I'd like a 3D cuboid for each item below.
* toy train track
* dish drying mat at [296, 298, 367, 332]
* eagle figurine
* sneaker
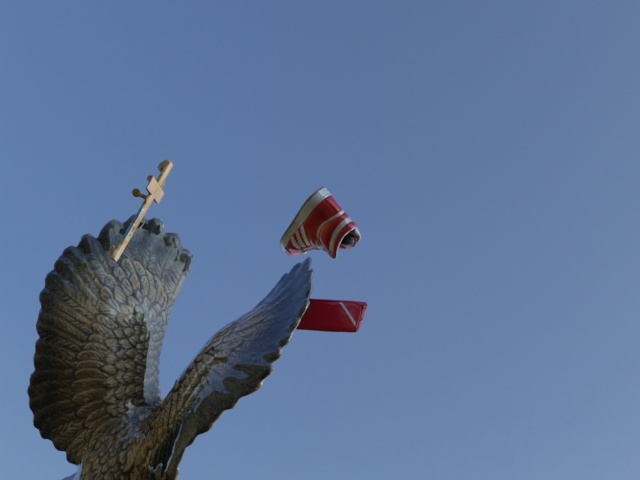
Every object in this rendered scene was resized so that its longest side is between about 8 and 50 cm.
[{"bbox_3d":[-0.135,-0.024,0.729,0.014,0.083,0.048,27,-11,6],"label":"toy train track"},{"bbox_3d":[-0.002,0.063,0.849,0.083,0.032,0.008,2,-34,27],"label":"dish drying mat"},{"bbox_3d":[-0.144,0.142,0.879,0.226,0.225,0.298,6,-75,-16],"label":"eagle figurine"},{"bbox_3d":[0.000,0.000,1.045,0.067,0.042,0.118,46,-34,10],"label":"sneaker"}]
